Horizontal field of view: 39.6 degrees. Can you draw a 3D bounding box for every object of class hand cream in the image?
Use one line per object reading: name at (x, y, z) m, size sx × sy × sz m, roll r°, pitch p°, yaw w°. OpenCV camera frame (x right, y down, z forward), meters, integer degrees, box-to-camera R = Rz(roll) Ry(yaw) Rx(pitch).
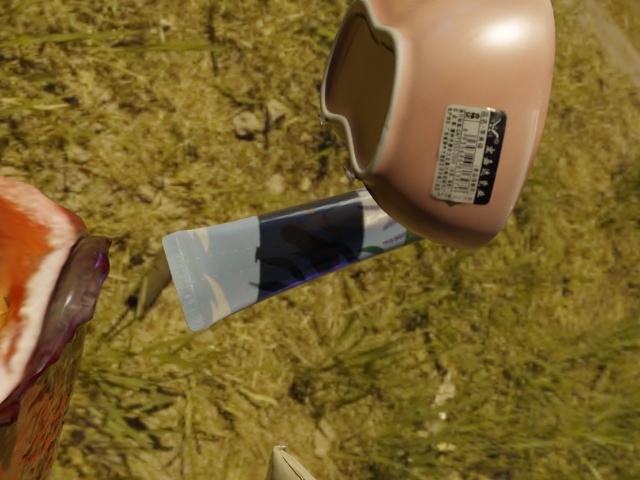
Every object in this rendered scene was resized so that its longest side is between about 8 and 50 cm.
hand cream at (0.000, 0.000, 0.800) m, size 0.271 × 0.058 × 0.091 m, roll -17°, pitch 80°, yaw -10°

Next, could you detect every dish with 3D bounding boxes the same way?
dish at (0.061, -0.098, 0.602) m, size 0.090 × 0.213 × 0.213 m, roll 5°, pitch 87°, yaw -21°

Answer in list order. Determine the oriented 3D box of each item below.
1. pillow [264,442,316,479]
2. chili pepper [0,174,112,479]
pillow at (-0.004, 0.370, 1.168) m, size 0.053 × 0.208 × 0.119 m, roll -24°, pitch 147°, yaw -37°
chili pepper at (-0.223, 0.130, 0.383) m, size 0.251 × 0.229 × 0.305 m, roll -69°, pitch 171°, yaw -60°
